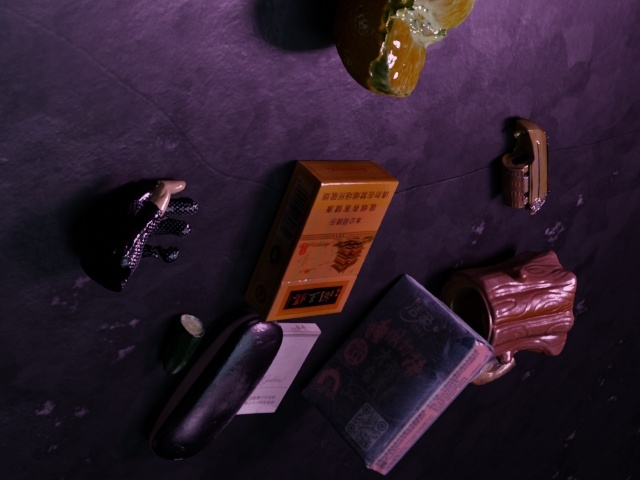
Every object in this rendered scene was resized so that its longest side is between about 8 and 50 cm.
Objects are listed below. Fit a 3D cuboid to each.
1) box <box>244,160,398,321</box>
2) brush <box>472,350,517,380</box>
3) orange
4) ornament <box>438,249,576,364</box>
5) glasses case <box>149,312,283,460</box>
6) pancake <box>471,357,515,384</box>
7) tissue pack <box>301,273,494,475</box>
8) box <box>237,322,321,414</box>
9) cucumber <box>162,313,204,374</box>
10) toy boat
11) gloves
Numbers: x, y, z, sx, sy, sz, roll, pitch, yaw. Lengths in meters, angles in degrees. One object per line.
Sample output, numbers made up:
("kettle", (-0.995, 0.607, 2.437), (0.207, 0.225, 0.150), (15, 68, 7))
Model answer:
("box", (0.000, 0.000, 1.830), (0.174, 0.076, 0.274), (-2, 126, -41))
("brush", (0.328, 0.253, 2.348), (0.321, 0.060, 0.050), (-34, 126, 4))
("orange", (0.115, -0.324, 1.565), (0.237, 0.158, 0.179), (-54, 149, 5))
("ornament", (0.365, 0.142, 2.209), (0.218, 0.221, 0.235), (-9, 174, -34))
("glasses case", (-0.179, 0.253, 1.897), (0.122, 0.075, 0.314), (23, 107, -49))
("pancake", (0.398, 0.227, 2.458), (0.212, 0.029, 0.235), (0, 122, -42))
("tissue pack", (0.140, 0.247, 2.067), (0.315, 0.228, 0.103), (-49, 142, 4))
("box", (-0.085, 0.233, 2.006), (0.109, 0.029, 0.198), (5, 121, -46))
("cucumber", (-0.227, 0.174, 1.803), (0.048, 0.048, 0.105), (3, 125, -45))
("toy boat", (0.381, -0.135, 2.071), (0.088, 0.068, 0.226), (-28, 140, -13))
("gloves", (-0.257, -0.025, 1.566), (0.180, 0.106, 0.129), (-59, 154, -32))
